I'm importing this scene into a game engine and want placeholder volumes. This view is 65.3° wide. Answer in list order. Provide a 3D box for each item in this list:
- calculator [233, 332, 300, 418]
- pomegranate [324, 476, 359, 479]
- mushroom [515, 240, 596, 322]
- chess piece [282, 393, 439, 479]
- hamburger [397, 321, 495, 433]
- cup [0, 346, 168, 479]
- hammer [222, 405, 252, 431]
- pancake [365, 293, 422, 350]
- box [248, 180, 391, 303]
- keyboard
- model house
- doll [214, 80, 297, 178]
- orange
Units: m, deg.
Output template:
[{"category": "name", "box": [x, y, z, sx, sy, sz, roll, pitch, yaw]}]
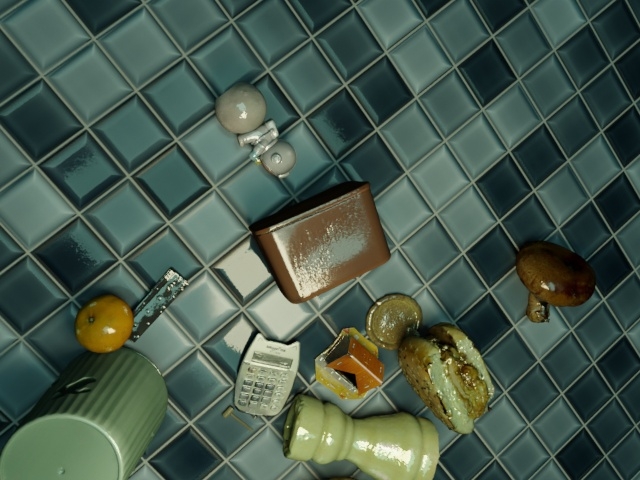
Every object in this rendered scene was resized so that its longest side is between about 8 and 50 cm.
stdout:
[{"category": "calculator", "box": [-0.164, 0.417, 1.517, 0.177, 0.040, 0.268, 17, 92, -14]}, {"category": "pomegranate", "box": [0.037, 0.880, 1.448, 0.410, 0.410, 0.410, -1, 96, -14]}, {"category": "mushroom", "box": [0.747, 0.120, 1.646, 0.254, 0.267, 0.267, -34, 104, 26]}, {"category": "chess piece", "box": [0.114, 0.608, 1.524, 0.442, 0.234, 0.234, 18, 91, -10]}, {"category": "hamburger", "box": [0.375, 0.404, 1.530, 0.195, 0.277, 0.318, -32, 101, -13]}, {"category": "cup", "box": [-0.598, 0.503, 1.248, 0.310, 0.392, 0.401, 36, 91, -9]}, {"category": "hammer", "box": [-0.247, 0.549, 1.521, 0.110, 0.019, 0.035, 45, 84, -16]}, {"category": "pancake", "box": [0.240, 0.264, 1.613, 0.199, 0.021, 0.199, -2, 97, -14]}, {"category": "box", "box": [0.000, 0.000, 1.420, 0.339, 0.239, 0.229, -24, 103, -11]}, {"category": "keyboard", "box": [-0.480, 0.185, 1.428, 0.072, 0.023, 0.231, 44, 85, -21]}, {"category": "model house", "box": [0.113, 0.406, 1.535, 0.219, 0.136, 0.207, 45, 82, -14]}, {"category": "doll", "box": [-0.170, -0.301, 1.401, 0.151, 0.151, 0.287, -40, 107, -7]}, {"category": "orange", "box": [-0.583, 0.222, 1.340, 0.156, 0.124, 0.156, -2, 78, 10]}]
